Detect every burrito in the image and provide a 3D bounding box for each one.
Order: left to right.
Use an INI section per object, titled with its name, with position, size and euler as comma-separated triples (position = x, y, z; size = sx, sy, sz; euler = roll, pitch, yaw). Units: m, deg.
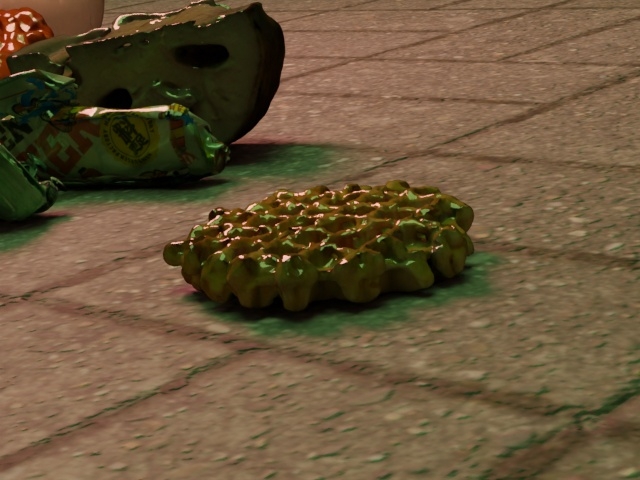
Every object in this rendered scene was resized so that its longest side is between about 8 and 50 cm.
[burrito]
position = -0.214, -0.092, 1.132
size = 0.288, 0.104, 0.054
euler = 1, 37, 24

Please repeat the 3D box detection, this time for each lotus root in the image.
[lotus root]
position = -0.141, -0.137, 1.210
size = 0.235, 0.138, 0.119
euler = -2, 11, 18

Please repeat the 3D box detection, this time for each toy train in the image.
[toy train]
position = -0.265, -0.056, 1.070
size = 0.081, 0.099, 0.149
euler = -43, 31, -6

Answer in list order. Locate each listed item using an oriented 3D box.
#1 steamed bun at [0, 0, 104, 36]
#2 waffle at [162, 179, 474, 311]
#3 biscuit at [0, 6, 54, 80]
[steamed bun]
position = -0.499, -0.365, 1.984
size = 0.374, 0.241, 0.374
euler = -3, 17, 1
[waffle]
position = 0.005, 0.000, 0.834
size = 0.191, 0.038, 0.191
euler = -6, 15, 2
[biscuit]
position = -0.466, -0.203, 1.624
size = 0.312, 0.110, 0.318
euler = -8, 16, -10
